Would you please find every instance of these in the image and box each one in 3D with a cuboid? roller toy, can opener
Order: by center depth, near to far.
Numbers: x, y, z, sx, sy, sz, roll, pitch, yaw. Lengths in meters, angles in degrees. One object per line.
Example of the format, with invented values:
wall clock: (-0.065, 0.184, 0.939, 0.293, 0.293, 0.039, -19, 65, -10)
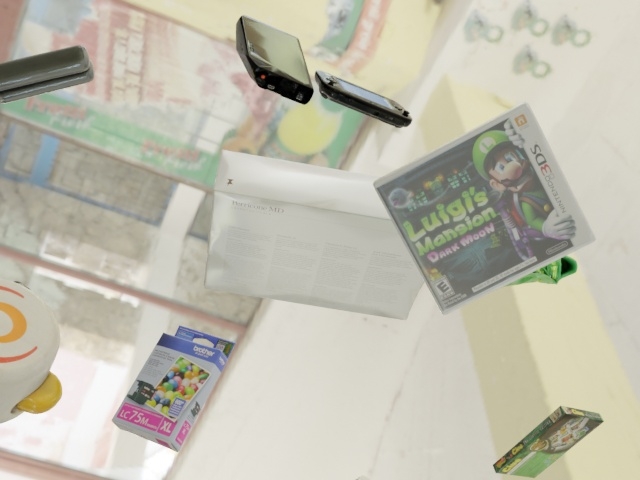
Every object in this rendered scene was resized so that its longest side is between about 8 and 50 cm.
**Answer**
roller toy: (-0.482, 0.162, 1.256, 0.146, 0.209, 0.191, -57, -135, 35)
can opener: (-0.501, -0.239, 1.405, 0.074, 0.280, 0.093, 100, -31, -72)

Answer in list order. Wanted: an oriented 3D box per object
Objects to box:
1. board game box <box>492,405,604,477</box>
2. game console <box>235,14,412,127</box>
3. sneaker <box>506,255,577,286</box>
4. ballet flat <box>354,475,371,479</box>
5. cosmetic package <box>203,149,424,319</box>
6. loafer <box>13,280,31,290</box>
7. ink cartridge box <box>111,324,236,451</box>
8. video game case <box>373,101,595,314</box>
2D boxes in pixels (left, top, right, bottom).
board game box: (0.546, 0.489, 2.108, 0.260, 0.136, 0.030, -52, -142, 33)
game console: (0.009, -0.303, 1.644, 0.044, 0.361, 0.213, -57, -152, 29)
sneaker: (0.580, 0.066, 2.354, 0.123, 0.295, 0.110, 2, -83, 52)
ballet flat: (0.149, 0.822, 2.281, 0.139, 0.139, 0.401, 161, -68, -70)
cosmetic package: (0.000, 0.000, 1.486, 0.284, 0.377, 0.098, 107, -9, -55)
loafer: (-0.565, 0.176, 1.609, 0.080, 0.078, 0.220, 58, 33, -53)
ink cartridge box: (-0.359, 0.348, 2.167, 0.311, 0.185, 0.065, -61, 150, -30)
video game case: (0.181, -0.033, 0.970, 0.190, 0.173, 0.022, -28, -172, 10)
